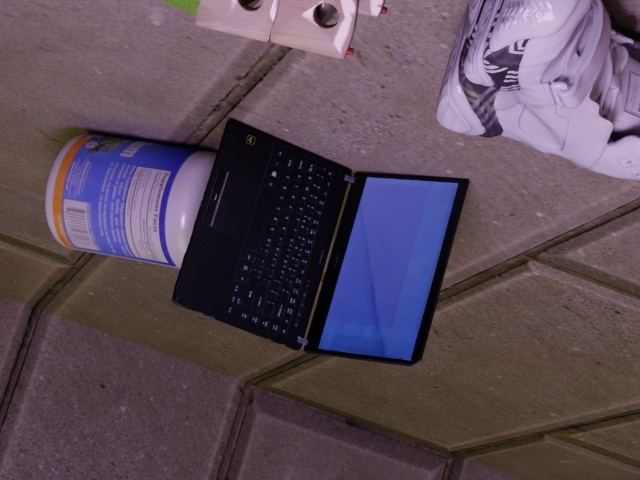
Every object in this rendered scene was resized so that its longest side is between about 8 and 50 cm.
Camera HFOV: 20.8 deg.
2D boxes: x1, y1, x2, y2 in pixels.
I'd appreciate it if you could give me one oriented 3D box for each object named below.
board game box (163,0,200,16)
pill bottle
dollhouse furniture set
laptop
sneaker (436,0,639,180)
[{"bbox_3d":[-0.206,-0.288,1.607,0.259,0.039,0.124,20,163,-18],"label":"board game box"},{"bbox_3d":[-0.193,-0.044,2.179,0.272,0.152,0.152,9,162,22],"label":"pill bottle"},{"bbox_3d":[-0.008,-0.259,1.371,0.129,0.184,0.129,14,-153,10],"label":"dollhouse furniture set"},{"bbox_3d":[0.000,0.000,1.990,0.264,0.234,0.136,23,161,-19],"label":"laptop"},{"bbox_3d":[0.226,-0.154,1.464,0.210,0.137,0.366,17,169,-2],"label":"sneaker"}]
